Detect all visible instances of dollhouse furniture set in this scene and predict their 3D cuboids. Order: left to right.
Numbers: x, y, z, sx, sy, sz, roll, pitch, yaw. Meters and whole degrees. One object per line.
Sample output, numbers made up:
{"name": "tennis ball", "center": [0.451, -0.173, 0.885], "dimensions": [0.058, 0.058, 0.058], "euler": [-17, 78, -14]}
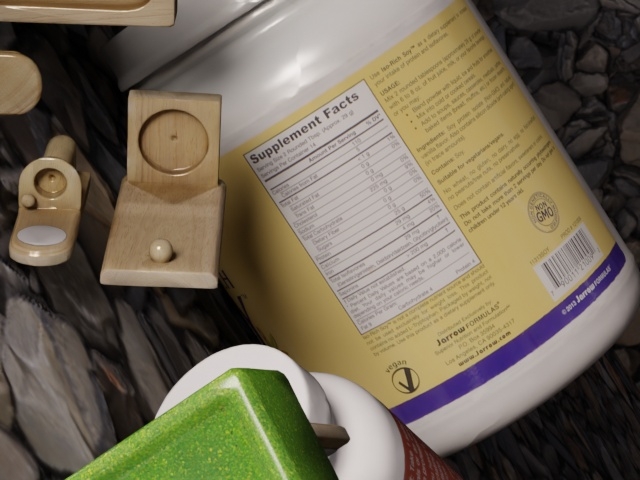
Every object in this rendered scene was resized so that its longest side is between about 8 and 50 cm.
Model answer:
{"name": "dollhouse furniture set", "center": [-0.119, -0.072, 0.902], "dimensions": [0.123, 0.144, 0.151], "euler": [-92, -176, -65]}
{"name": "dollhouse furniture set", "center": [0.009, 0.219, 0.682], "dimensions": [0.301, 0.151, 0.197], "euler": [62, 13, 16]}

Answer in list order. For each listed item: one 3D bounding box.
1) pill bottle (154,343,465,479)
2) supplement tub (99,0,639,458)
{"name": "pill bottle", "center": [0.008, 0.143, 0.930], "dimensions": [0.216, 0.121, 0.121], "euler": [46, 17, -45]}
{"name": "supplement tub", "center": [0.031, -0.041, 1.183], "dimensions": [0.331, 0.241, 0.241], "euler": [57, 13, -7]}
